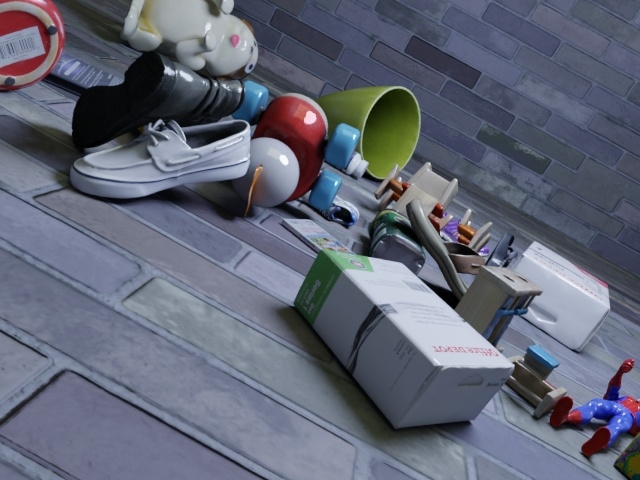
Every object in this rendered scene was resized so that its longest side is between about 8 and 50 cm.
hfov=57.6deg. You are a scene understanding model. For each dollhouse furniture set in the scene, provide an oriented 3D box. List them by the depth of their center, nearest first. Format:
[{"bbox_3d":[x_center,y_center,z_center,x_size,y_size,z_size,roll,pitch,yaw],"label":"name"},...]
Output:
[{"bbox_3d":[0.305,0.143,0.872,0.184,0.129,0.129,40,20,33],"label":"dollhouse furniture set"},{"bbox_3d":[0.233,-0.055,1.299,0.262,0.135,0.259,36,-7,21],"label":"dollhouse furniture set"}]

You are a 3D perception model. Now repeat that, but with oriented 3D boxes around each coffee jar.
[{"bbox_3d":[0.138,0.003,1.085,0.096,0.079,0.184,32,18,-6],"label":"coffee jar"}]

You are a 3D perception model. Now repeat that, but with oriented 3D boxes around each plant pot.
[{"bbox_3d":[-0.502,-0.340,0.883,0.174,0.191,0.191,41,21,26],"label":"plant pot"},{"bbox_3d":[0.110,-0.358,1.806,0.293,0.274,0.275,24,11,41],"label":"plant pot"}]

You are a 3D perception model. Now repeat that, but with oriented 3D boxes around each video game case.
[{"bbox_3d":[0.000,0.000,0.999,0.122,0.011,0.087,38,19,26],"label":"video game case"},{"bbox_3d":[-0.492,-0.330,1.137,0.274,0.026,0.196,21,19,-21],"label":"video game case"}]

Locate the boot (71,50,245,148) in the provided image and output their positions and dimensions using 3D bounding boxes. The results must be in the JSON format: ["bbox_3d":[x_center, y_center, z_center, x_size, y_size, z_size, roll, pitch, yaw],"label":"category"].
[{"bbox_3d":[-0.236,-0.180,0.846,0.161,0.246,0.083,6,73,-52],"label":"boot"}]

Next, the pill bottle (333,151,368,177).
[{"bbox_3d":[0.072,-0.227,1.639,0.120,0.067,0.067,31,18,8],"label":"pill bottle"}]

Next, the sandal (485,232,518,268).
[{"bbox_3d":[0.428,0.053,1.386,0.054,0.097,0.254,32,28,13],"label":"sandal"}]

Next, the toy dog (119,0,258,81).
[{"bbox_3d":[-0.390,-0.629,1.803,0.408,0.284,0.395,20,-17,-22],"label":"toy dog"}]

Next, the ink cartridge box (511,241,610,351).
[{"bbox_3d":[0.527,0.114,1.310,0.207,0.117,0.283,35,18,18],"label":"ink cartridge box"}]

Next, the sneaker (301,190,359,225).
[{"bbox_3d":[0.019,-0.071,1.161,0.135,0.052,0.058,26,22,-9],"label":"sneaker"}]

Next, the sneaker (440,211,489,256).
[{"bbox_3d":[0.363,-0.016,1.497,0.170,0.071,0.068,38,20,24],"label":"sneaker"}]

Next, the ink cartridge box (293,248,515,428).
[{"bbox_3d":[0.095,0.112,0.699,0.160,0.092,0.219,12,25,-42],"label":"ink cartridge box"}]

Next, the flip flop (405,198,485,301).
[{"bbox_3d":[0.251,0.033,1.058,0.277,0.080,0.112,55,10,-13],"label":"flip flop"}]

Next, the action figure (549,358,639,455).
[{"bbox_3d":[0.460,0.234,0.863,0.280,0.139,0.091,13,25,-47],"label":"action figure"}]

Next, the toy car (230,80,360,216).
[{"bbox_3d":[-0.086,-0.114,0.981,0.219,0.210,0.238,26,46,4],"label":"toy car"}]

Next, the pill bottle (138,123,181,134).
[{"bbox_3d":[-0.256,-0.196,0.997,0.103,0.103,0.184,16,22,-35],"label":"pill bottle"}]

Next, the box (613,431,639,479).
[{"bbox_3d":[0.591,0.275,0.704,0.177,0.279,0.290,12,25,-43],"label":"box"}]

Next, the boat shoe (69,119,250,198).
[{"bbox_3d":[-0.211,-0.124,0.796,0.258,0.084,0.095,-18,44,-39],"label":"boat shoe"}]
